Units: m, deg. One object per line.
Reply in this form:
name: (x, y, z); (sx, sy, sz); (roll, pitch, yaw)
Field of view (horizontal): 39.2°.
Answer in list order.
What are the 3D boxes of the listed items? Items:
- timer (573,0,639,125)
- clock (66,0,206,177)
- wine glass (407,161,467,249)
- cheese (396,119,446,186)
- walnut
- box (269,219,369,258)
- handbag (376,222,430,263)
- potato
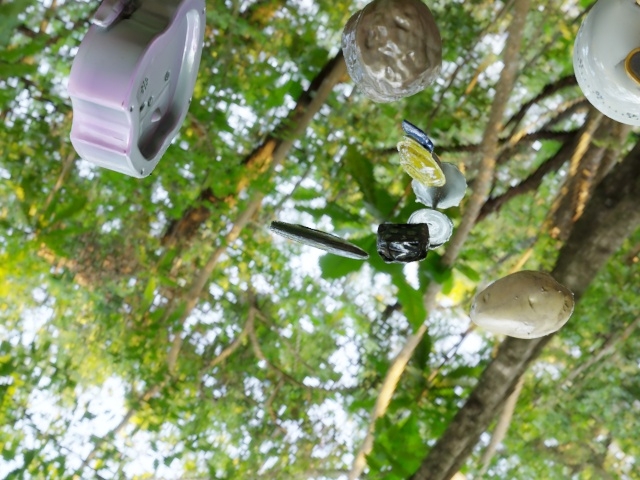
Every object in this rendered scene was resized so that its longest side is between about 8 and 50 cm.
timer: (0.523, -0.295, 1.437); (0.233, 0.233, 0.240); (37, 177, 8)
clock: (-0.295, -0.276, 1.480); (0.102, 0.339, 0.338); (19, -150, 5)
wine glass: (0.301, -0.090, 2.357); (0.156, 0.156, 0.232); (29, -144, -6)
cheese: (0.239, -0.204, 2.154); (0.156, 0.064, 0.250); (38, 167, 24)
walnut: (0.176, -0.488, 2.269); (0.226, 0.273, 0.273); (-12, -132, -17)
box: (0.000, 0.000, 2.036); (0.201, 0.042, 0.212); (16, 179, 38)
handbag: (0.177, 0.016, 1.878); (0.115, 0.072, 0.139); (-1, -160, 1)
potato: (0.467, 0.143, 2.066); (0.234, 0.161, 0.128); (11, 170, 1)
